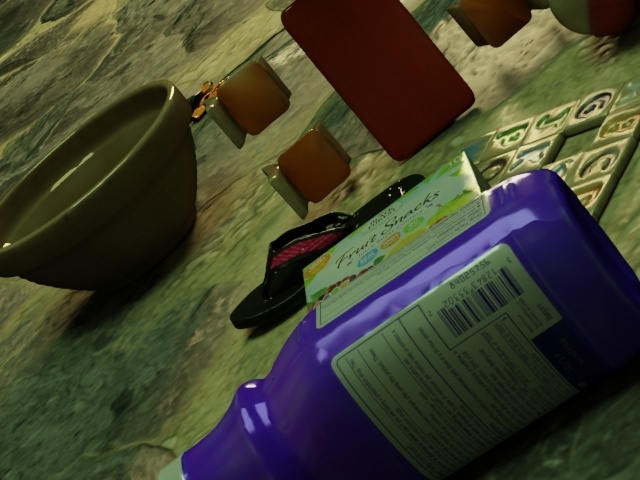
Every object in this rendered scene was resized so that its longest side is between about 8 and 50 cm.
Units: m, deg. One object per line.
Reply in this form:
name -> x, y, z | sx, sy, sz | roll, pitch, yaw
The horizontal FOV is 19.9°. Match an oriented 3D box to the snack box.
snack box -> 0.055, 0.009, 1.211 | 0.141, 0.037, 0.100 | -36, 18, 10

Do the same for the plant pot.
plant pot -> -0.192, -0.029, 1.661 | 0.237, 0.110, 0.237 | -35, 19, 14

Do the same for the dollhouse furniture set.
dollhouse furniture set -> 0.011, -0.181, 1.403 | 0.262, 0.259, 0.135 | -40, 10, 3

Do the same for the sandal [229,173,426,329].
sandal -> 0.000, 0.000, 1.351 | 0.179, 0.040, 0.067 | -38, 20, 6

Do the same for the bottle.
bottle -> 0.039, 0.079, 0.997 | 0.283, 0.118, 0.092 | -35, 21, 15

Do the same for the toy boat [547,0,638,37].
toy boat -> 0.249, -0.253, 1.352 | 0.151, 0.151, 0.231 | 0, 34, 15

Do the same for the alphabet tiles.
alphabet tiles -> 0.121, -0.018, 1.220 | 0.198, 0.009, 0.237 | -19, 28, 44

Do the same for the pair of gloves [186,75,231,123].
pair of gloves -> -0.131, -0.149, 1.957 | 0.074, 0.010, 0.083 | -50, 21, -25
